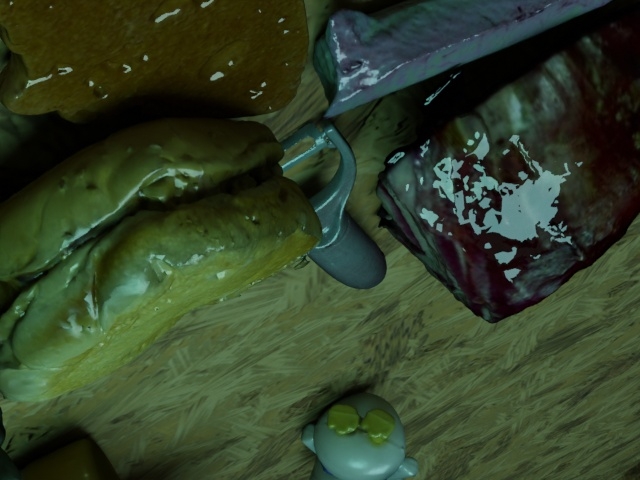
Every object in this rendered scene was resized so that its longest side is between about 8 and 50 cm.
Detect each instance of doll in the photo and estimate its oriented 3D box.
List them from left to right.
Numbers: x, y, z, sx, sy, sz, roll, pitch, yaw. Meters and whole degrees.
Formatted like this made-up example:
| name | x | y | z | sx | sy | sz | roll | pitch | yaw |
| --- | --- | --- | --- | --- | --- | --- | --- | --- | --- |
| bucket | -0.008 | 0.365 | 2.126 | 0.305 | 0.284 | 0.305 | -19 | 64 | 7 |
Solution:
| name | x | y | z | sx | sy | sz | roll | pitch | yaw |
| --- | --- | --- | --- | --- | --- | --- | --- | --- | --- |
| doll | 0.044 | 0.258 | 1.458 | 0.138 | 0.119 | 0.293 | 14 | 155 | 7 |

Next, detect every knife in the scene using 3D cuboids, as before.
| name | x | y | z | sx | sy | sz | roll | pitch | yaw |
| --- | --- | --- | --- | --- | --- | --- | --- | --- | --- |
| knife | 0.001 | 0.002 | 0.962 | 0.123 | 0.053 | 0.278 | -27 | 157 | 8 |

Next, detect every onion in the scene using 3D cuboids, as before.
| name | x | y | z | sx | sy | sz | roll | pitch | yaw |
| --- | --- | --- | --- | --- | --- | --- | --- | --- | --- |
| onion | 0.180 | -0.050 | 0.908 | 0.280 | 0.146 | 0.314 | -29 | 166 | 3 |

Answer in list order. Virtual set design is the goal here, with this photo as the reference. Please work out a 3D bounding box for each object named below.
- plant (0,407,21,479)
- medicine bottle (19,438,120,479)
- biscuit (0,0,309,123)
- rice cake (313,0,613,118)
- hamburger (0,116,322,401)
| name | x | y | z | sx | sy | sz | roll | pitch | yaw |
| --- | --- | --- | --- | --- | --- | --- | --- | --- | --- |
| plant | -0.245 | 0.092 | 0.668 | 0.132 | 0.194 | 0.129 | -29 | 153 | -5 |
| medicine bottle | -0.253 | 0.325 | 1.086 | 0.232 | 0.238 | 0.238 | -25 | 157 | -7 |
| biscuit | -0.077 | -0.118 | 0.630 | 0.183 | 0.043 | 0.280 | -32 | 162 | 16 |
| rice cake | 0.124 | -0.154 | 0.780 | 0.290 | 0.051 | 0.081 | -24 | 158 | -15 |
| hamburger | -0.108 | 0.009 | 0.730 | 0.214 | 0.108 | 0.214 | -25 | 173 | -3 |
